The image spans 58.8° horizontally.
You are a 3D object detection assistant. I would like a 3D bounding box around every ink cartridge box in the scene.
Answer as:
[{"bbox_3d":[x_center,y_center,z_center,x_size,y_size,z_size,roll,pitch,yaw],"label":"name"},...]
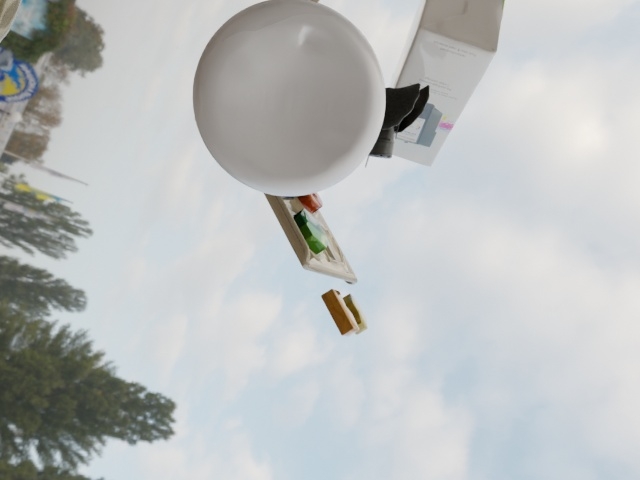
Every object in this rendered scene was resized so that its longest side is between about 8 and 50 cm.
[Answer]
[{"bbox_3d":[0.186,-0.275,0.968,0.353,0.119,0.207,109,-2,-62],"label":"ink cartridge box"}]

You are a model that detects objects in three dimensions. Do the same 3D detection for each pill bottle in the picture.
[{"bbox_3d":[-0.032,-0.109,0.428,0.117,0.117,0.215,-59,-164,10],"label":"pill bottle"}]

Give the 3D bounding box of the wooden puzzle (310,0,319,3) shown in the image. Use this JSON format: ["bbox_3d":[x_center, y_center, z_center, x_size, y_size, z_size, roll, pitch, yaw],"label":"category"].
[{"bbox_3d":[-0.028,-0.447,0.721,0.221,0.239,0.044,-54,-133,3],"label":"wooden puzzle"}]

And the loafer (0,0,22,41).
[{"bbox_3d":[-0.273,-0.258,0.372,0.102,0.092,0.268,-6,-85,27],"label":"loafer"}]

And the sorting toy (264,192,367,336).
[{"bbox_3d":[0.000,0.000,0.840,0.041,0.229,0.307,-33,-111,11],"label":"sorting toy"}]

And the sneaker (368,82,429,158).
[{"bbox_3d":[0.044,-0.149,0.684,0.170,0.051,0.089,15,-79,37],"label":"sneaker"}]
